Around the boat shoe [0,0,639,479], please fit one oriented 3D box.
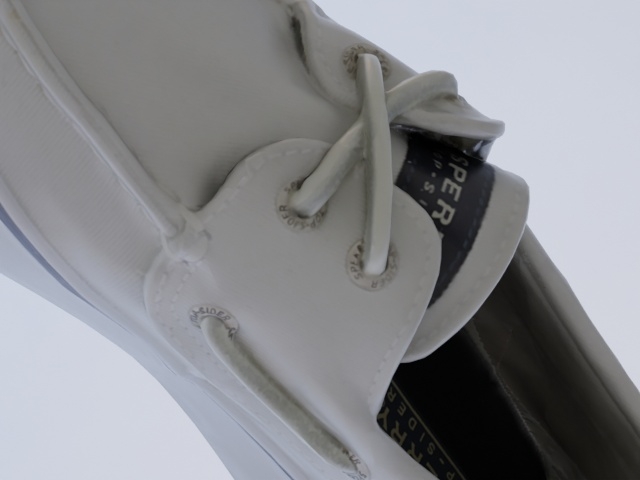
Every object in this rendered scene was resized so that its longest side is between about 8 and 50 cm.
[{"bbox_3d":[0.000,0.000,0.401,0.088,0.267,0.096,-8,-142,39],"label":"boat shoe"}]
